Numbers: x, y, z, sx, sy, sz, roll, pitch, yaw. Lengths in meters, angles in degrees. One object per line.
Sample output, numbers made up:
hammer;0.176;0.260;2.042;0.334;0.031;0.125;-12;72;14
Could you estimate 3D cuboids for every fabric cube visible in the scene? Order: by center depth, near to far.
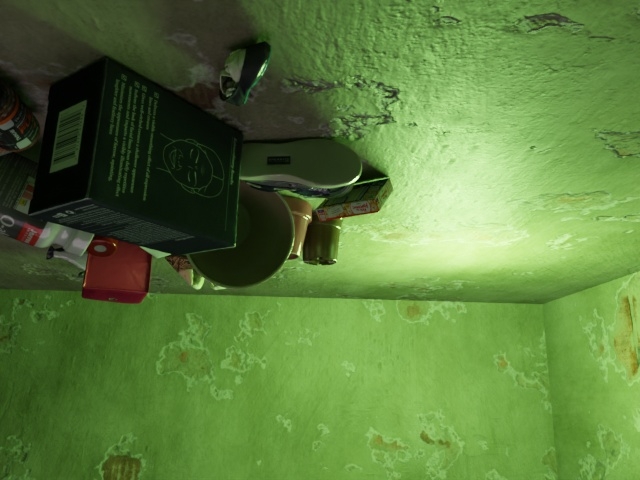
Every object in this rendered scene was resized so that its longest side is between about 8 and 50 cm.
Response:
fabric cube;-0.846;0.112;2.287;0.254;0.259;0.258;9;163;-22

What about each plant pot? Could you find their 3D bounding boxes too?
plant pot;-0.130;-0.033;1.855;0.201;0.180;0.201;1;165;0
plant pot;0.000;0.000;1.995;0.166;0.165;0.167;1;165;0

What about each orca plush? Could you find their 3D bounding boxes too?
orca plush;-1.096;0.084;2.508;0.287;0.151;0.102;4;-164;-22

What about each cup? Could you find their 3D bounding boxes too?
cup;-0.272;-0.037;1.692;0.331;0.331;0.237;7;-174;-21

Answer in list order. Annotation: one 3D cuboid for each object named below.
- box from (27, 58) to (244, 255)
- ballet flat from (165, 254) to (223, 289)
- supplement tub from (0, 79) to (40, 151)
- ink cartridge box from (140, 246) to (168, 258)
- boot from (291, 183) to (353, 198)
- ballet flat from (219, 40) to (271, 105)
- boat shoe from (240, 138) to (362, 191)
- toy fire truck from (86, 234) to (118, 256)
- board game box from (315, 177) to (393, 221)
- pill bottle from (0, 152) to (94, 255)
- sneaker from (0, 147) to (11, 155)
box;-0.384;-0.156;1.215;0.211;0.294;0.395;-9;161;34
ballet flat;-0.500;0.134;2.488;0.482;0.182;0.164;-3;165;16
supplement tub;-0.683;-0.273;1.163;0.106;0.106;0.198;3;165;-6
ink cartridge box;-0.485;-0.011;1.830;0.209;0.062;0.109;-15;152;11
boot;-0.001;-0.157;1.597;0.190;0.069;0.086;-10;167;38
ballet flat;-0.154;-0.316;1.042;0.074;0.074;0.203;7;166;-21
boat shoe;-0.056;-0.187;1.438;0.340;0.127;0.158;7;172;10
toy fire truck;-0.690;-0.099;1.694;0.302;0.169;0.254;26;134;-37
board game box;0.101;-0.121;1.615;0.193;0.045;0.147;-7;-154;31
pill bottle;-0.779;-0.105;1.446;0.362;0.210;0.210;27;154;-27
sneaker;-0.854;-0.261;1.257;0.302;0.121;0.108;-10;151;-36
